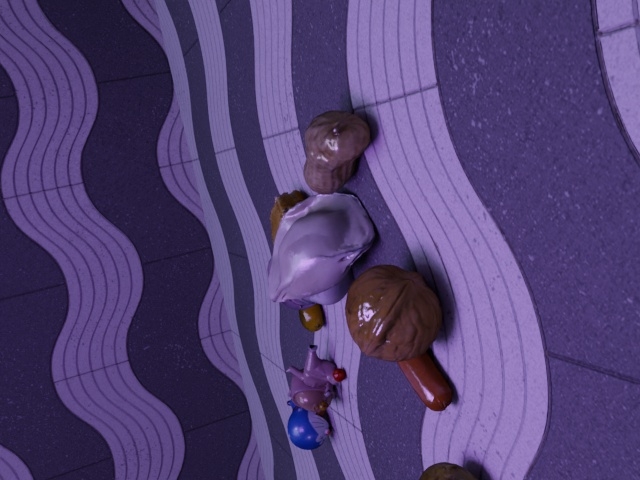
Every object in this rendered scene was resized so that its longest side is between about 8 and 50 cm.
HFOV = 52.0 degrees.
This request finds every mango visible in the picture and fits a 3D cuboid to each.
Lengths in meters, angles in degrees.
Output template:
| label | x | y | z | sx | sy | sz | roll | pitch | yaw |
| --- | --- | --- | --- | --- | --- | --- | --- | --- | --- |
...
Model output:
| label | x | y | z | sx | sy | sz | roll | pitch | yaw |
| --- | --- | --- | --- | --- | --- | --- | --- | --- | --- |
| mango | -0.038 | 0.231 | 2.221 | 0.103 | 0.076 | 0.161 | 100 | 158 | -61 |

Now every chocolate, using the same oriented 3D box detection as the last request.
| label | x | y | z | sx | sy | sz | roll | pitch | yaw |
| --- | --- | --- | --- | --- | --- | --- | --- | --- | --- |
| chocolate | 0.015 | 0.108 | 1.901 | 0.147 | 0.221 | 0.221 | 14 | 121 | 35 |

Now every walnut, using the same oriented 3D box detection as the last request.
| label | x | y | z | sx | sy | sz | roll | pitch | yaw |
| --- | --- | --- | --- | --- | --- | --- | --- | --- | --- |
| walnut | 0.161 | 0.158 | 1.457 | 0.228 | 0.228 | 0.228 | 165 | 90 | -70 |

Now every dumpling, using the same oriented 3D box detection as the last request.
| label | x | y | z | sx | sy | sz | roll | pitch | yaw |
| --- | --- | --- | --- | --- | --- | --- | --- | --- | --- |
| dumpling | -0.022 | 0.011 | 1.769 | 0.341 | 0.181 | 0.260 | -52 | 43 | 47 |

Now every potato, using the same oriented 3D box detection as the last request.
| label | x | y | z | sx | sy | sz | roll | pitch | yaw |
| --- | --- | --- | --- | --- | --- | --- | --- | --- | --- |
| potato | 0.280 | 0.639 | 1.485 | 0.307 | 0.173 | 0.210 | 87 | -166 | -46 |

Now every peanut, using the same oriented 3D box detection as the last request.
| label | x | y | z | sx | sy | sz | roll | pitch | yaw |
| --- | --- | --- | --- | --- | --- | --- | --- | --- | --- |
| peanut | 0.029 | -0.226 | 1.624 | 0.291 | 0.143 | 0.159 | 119 | 133 | -65 |

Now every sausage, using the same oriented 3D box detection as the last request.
| label | x | y | z | sx | sy | sz | roll | pitch | yaw |
| --- | --- | --- | --- | --- | --- | --- | --- | --- | --- |
| sausage | 0.240 | 0.312 | 1.533 | 0.197 | 0.076 | 0.076 | 57 | 153 | 38 |

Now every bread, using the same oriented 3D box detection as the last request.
| label | x | y | z | sx | sy | sz | roll | pitch | yaw |
| --- | --- | --- | --- | --- | --- | --- | --- | --- | --- |
| bread | -0.086 | -0.051 | 2.050 | 0.245 | 0.121 | 0.174 | -114 | 33 | -64 |

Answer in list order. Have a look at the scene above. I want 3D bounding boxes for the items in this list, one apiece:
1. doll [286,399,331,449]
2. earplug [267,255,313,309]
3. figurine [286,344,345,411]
| label | x | y | z | sx | sy | sz | roll | pitch | yaw |
| --- | --- | --- | --- | --- | --- | --- | --- | --- | --- |
| doll | -0.047 | 0.656 | 2.463 | 0.215 | 0.161 | 0.257 | 79 | -179 | -50 |
| earplug | -0.104 | 0.112 | 2.209 | 0.301 | 0.172 | 0.172 | -149 | 48 | -70 |
| figurine | -0.023 | 0.488 | 2.234 | 0.186 | 0.176 | 0.287 | -89 | 20 | -44 |
